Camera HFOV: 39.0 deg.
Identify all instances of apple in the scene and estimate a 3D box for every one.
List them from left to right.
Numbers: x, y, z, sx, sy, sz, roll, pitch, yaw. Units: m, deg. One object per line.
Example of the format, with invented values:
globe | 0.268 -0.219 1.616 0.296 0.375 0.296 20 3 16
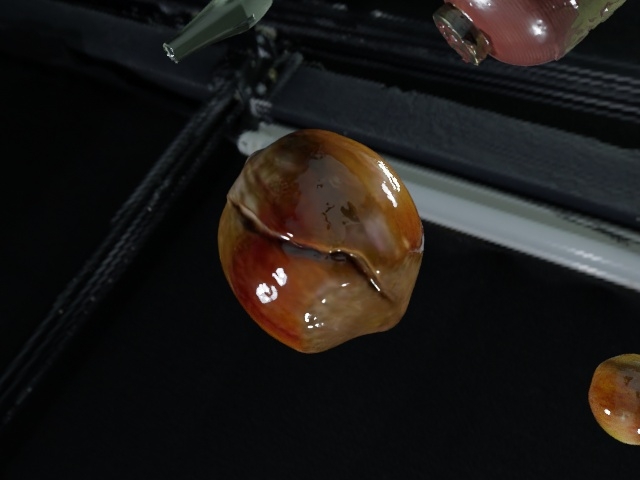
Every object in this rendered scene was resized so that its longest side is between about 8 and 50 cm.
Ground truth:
apple | 0.438 0.225 1.282 0.102 0.126 0.126 13 -119 39

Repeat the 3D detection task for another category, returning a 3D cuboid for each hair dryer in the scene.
hair dryer | -0.194 -0.402 1.539 0.088 0.225 0.219 40 -90 27

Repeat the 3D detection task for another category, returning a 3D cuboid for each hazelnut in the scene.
hazelnut | 0.000 0.000 1.496 0.372 0.315 0.372 3 -82 22

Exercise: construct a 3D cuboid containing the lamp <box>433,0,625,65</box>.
lamp | 0.228 -0.283 0.905 0.258 0.180 0.180 -40 -126 4
